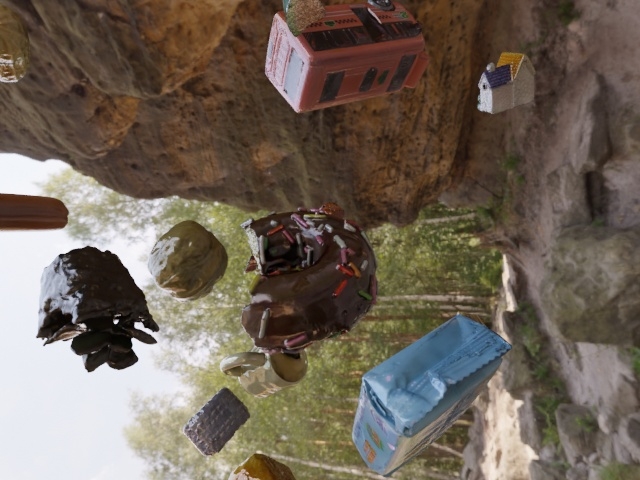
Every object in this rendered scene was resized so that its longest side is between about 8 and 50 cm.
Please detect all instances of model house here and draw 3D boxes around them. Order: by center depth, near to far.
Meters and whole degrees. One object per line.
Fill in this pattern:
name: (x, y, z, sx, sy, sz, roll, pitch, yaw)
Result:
model house: (0.379, -0.333, 0.851, 0.088, 0.100, 0.100, -109, 0, -59)

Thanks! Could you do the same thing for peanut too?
peanut: (-0.671, -0.412, 0.870, 0.083, 0.194, 0.093, -8, -108, -35)

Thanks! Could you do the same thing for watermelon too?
watermelon: (-0.042, -0.461, 0.757, 0.155, 0.080, 0.101, -51, -52, -72)

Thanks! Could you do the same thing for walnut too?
walnut: (-0.492, 0.079, 1.513, 0.282, 0.253, 0.277, 42, -103, -32)

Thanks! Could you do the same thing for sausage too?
sausage: (-0.684, -0.058, 0.847, 0.289, 0.086, 0.086, 0, -95, -55)
sausage: (0.000, 0.000, 1.409, 0.102, 0.102, 0.330, -74, 5, -48)

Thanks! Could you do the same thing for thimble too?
thimble: (-0.403, 0.715, 1.603, 0.172, 0.205, 0.236, 41, -155, 11)

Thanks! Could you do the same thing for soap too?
soap: (0.122, 0.207, 0.514, 0.077, 0.156, 0.293, 50, 156, 34)

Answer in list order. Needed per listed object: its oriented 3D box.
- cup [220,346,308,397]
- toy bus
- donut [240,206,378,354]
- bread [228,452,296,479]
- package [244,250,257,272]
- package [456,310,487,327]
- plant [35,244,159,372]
cup: (-0.193, 0.433, 1.344, 0.255, 0.202, 0.173, -9, -110, -51)
toy bus: (0.081, -0.505, 1.108, 0.233, 0.426, 0.203, 58, 151, 20)
donut: (-0.019, 0.050, 0.782, 0.345, 0.259, 0.136, -103, 2, -56)
bread: (-0.067, 0.570, 0.792, 0.132, 0.294, 0.167, -36, -52, -16)
package: (-0.208, 0.041, 1.689, 0.071, 0.194, 0.269, 60, 144, 32)
package: (0.543, 0.303, 1.484, 0.131, 0.047, 0.071, 14, -144, -36)
plant: (-0.514, 0.164, 0.926, 0.276, 0.188, 0.199, 57, -166, 22)
